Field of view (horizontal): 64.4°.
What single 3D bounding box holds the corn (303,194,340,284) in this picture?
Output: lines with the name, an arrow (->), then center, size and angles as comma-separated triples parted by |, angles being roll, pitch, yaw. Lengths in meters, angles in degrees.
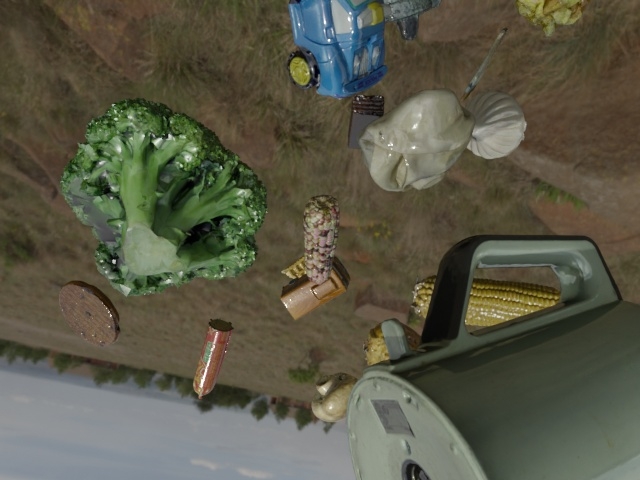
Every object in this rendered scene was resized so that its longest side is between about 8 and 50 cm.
corn -> 0.000, 0.000, 1.315 | 0.092, 0.092, 0.281 | 8, 136, 5

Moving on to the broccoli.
broccoli -> -0.277, -0.061, 0.933 | 0.321, 0.310, 0.413 | -11, 137, -42

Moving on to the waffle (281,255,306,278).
waffle -> -0.050, 0.162, 1.889 | 0.191, 0.125, 0.032 | 57, 151, -5

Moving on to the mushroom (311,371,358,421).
mushroom -> 0.041, 0.403, 1.318 | 0.148, 0.148, 0.112 | -19, 108, 54

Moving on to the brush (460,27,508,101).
brush -> 0.515, -0.553, 1.606 | 0.020, 0.085, 0.336 | 39, 164, 8

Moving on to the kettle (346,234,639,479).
kettle -> 0.235, 0.167, 0.593 | 0.376, 0.361, 0.250 | -12, 165, -27

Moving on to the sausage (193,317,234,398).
sausage -> -0.342, 0.378, 1.587 | 0.083, 0.264, 0.083 | 17, -168, -4

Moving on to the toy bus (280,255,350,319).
toy bus -> -0.015, 0.142, 1.528 | 0.201, 0.114, 0.098 | -31, 103, 12

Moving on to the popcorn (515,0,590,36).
popcorn -> 0.648, -0.708, 1.394 | 0.212, 0.259, 0.259 | -25, 168, -16

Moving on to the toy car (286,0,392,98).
toy car -> 0.039, -0.423, 0.934 | 0.166, 0.198, 0.314 | 18, 131, 38

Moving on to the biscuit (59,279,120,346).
biscuit -> -0.643, 0.204, 1.417 | 0.212, 0.036, 0.212 | 11, 118, 22

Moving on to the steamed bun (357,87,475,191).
steamed bun -> 0.301, -0.287, 1.588 | 0.367, 0.255, 0.342 | -24, 175, 36

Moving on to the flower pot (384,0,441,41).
flower pot -> 0.263, -0.847, 1.753 | 0.299, 0.299, 0.283 | 0, 122, 25

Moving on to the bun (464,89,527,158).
bun -> 0.605, -0.423, 1.893 | 0.175, 0.263, 0.263 | -17, 174, -29

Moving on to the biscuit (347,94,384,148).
biscuit -> 0.159, -0.421, 1.845 | 0.107, 0.073, 0.388 | 3, 172, 1

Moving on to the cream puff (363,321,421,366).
cream puff -> 0.196, 0.290, 1.288 | 0.189, 0.129, 0.189 | 31, -169, -7

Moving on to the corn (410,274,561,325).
corn -> 0.347, 0.128, 1.065 | 0.305, 0.106, 0.106 | 1, 159, 20
